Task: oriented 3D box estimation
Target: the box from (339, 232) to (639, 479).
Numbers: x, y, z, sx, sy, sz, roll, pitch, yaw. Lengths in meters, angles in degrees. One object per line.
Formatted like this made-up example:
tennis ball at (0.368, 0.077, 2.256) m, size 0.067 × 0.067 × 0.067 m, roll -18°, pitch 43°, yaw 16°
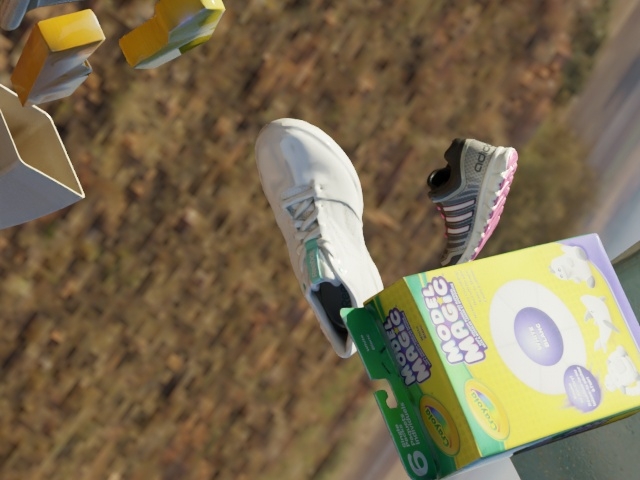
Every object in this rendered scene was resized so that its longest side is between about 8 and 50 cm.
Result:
box at (0.098, 0.061, 0.985) m, size 0.179 × 0.105 × 0.043 m, roll -13°, pitch 164°, yaw -39°

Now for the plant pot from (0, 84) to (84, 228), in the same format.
plant pot at (-0.309, -0.072, 1.771) m, size 0.096 × 0.109 × 0.109 m, roll -35°, pitch 150°, yaw 14°

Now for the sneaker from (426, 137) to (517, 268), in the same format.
sneaker at (0.137, -0.038, 1.801) m, size 0.063 × 0.075 × 0.170 m, roll -54°, pitch 166°, yaw -40°

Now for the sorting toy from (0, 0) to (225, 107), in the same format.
sorting toy at (-0.039, -0.149, 0.878) m, size 0.229 × 0.041 × 0.307 m, roll -19°, pitch 165°, yaw -29°

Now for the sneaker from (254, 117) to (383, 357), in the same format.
sneaker at (0.000, 0.000, 1.575) m, size 0.080 × 0.212 × 0.094 m, roll -17°, pitch -161°, yaw 19°

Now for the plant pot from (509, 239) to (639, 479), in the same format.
plant pot at (0.270, 0.111, 1.372) m, size 0.252 × 0.247 × 0.248 m, roll -26°, pitch 180°, yaw 33°
